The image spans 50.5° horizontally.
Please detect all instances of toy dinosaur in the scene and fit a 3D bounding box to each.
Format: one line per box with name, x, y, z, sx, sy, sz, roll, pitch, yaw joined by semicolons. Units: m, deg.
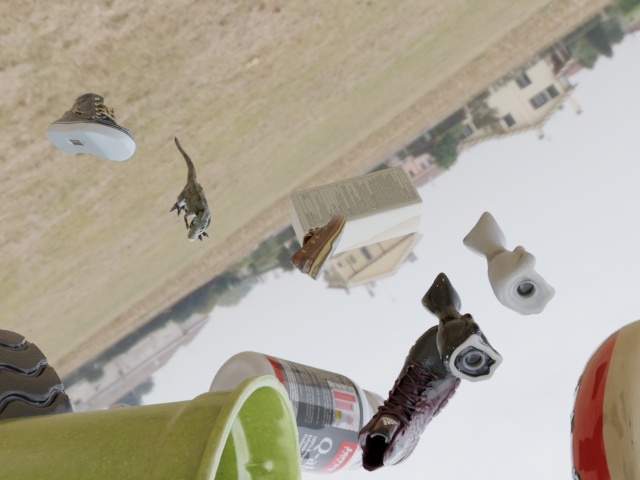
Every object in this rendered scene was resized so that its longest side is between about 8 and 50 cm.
toy dinosaur;-0.252;-0.075;1.320;0.064;0.268;0.118;-4;136;-21

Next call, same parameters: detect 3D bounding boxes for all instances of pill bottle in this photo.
pill bottle;-0.032;0.359;1.371;0.363;0.210;0.210;22;139;-37

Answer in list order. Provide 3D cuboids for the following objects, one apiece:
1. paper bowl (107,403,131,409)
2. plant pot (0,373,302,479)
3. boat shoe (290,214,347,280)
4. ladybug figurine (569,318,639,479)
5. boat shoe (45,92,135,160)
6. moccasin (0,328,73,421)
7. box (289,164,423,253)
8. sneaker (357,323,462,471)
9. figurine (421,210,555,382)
paper bowl;-0.379;0.470;1.297;0.284;0.148;0.284;-45;-152;32
plant pot;-0.170;0.246;0.563;0.254;0.275;0.276;0;-170;12
boat shoe;0.000;0.000;1.206;0.178;0.060;0.064;-57;171;-53
ladybug figurine;0.533;0.327;1.156;0.162;0.305;0.449;-17;-153;38
boat shoe;-0.313;-0.168;0.962;0.183;0.065;0.083;12;-118;37
moccasin;-0.343;0.284;0.765;0.147;0.379;0.139;-26;170;20
box;0.089;-0.071;1.737;0.311;0.148;0.121;-14;143;-10
sneaker;0.150;0.279;1.151;0.162;0.106;0.281;3;111;-65
figurine;0.244;0.074;1.065;0.214;0.092;0.209;-58;-158;19
